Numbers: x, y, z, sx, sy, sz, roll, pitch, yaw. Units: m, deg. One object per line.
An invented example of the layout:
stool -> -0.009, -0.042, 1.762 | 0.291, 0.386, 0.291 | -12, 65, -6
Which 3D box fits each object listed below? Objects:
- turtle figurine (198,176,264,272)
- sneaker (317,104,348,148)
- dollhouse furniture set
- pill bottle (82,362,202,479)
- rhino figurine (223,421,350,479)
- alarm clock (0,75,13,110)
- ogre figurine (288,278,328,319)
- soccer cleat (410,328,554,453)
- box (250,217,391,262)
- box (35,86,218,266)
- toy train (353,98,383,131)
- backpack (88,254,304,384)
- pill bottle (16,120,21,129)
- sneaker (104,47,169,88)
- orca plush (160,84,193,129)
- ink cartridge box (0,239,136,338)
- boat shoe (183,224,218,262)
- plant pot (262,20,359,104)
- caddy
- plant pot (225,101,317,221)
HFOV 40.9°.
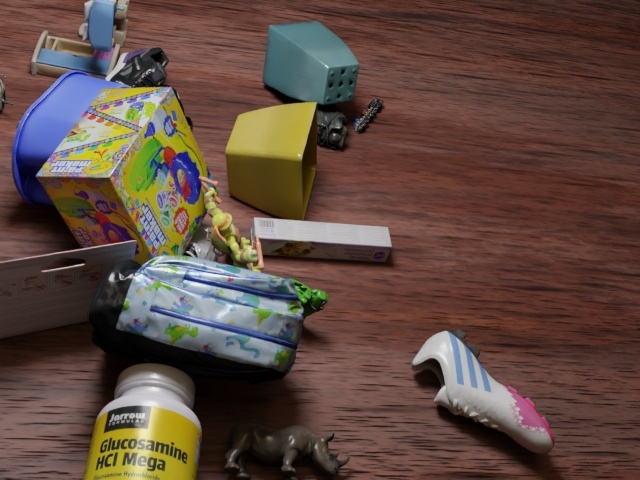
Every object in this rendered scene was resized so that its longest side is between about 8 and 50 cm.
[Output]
turtle figurine -> -0.185, 0.006, 1.807 | 0.087, 0.217, 0.269 | -35, 61, -9
sneaker -> -0.017, -0.289, 2.217 | 0.227, 0.087, 0.130 | -21, 51, -38
dollhouse furniture set -> -0.597, -0.584, 2.156 | 0.198, 0.303, 0.286 | 10, 47, -9
pill bottle -> -0.301, 0.384, 1.451 | 0.188, 0.188, 0.334 | 9, 47, -9
rhino figurine -> -0.060, 0.393, 1.599 | 0.243, 0.073, 0.106 | 8, 50, -13
alarm clock -> -0.833, -0.342, 2.028 | 0.192, 0.064, 0.129 | -6, 51, -25
ogre figurine -> -0.093, 0.131, 1.793 | 0.197, 0.118, 0.097 | -6, 53, -22
soccer cleat -> 0.323, 0.332, 1.762 | 0.143, 0.116, 0.331 | -34, 62, -20
box -> 0.000, 0.000, 1.978 | 0.324, 0.063, 0.067 | 3, 49, -15
box -> -0.381, -0.114, 1.758 | 0.177, 0.290, 0.279 | 3, 47, 24
toy train -> 0.129, -0.345, 2.356 | 0.036, 0.027, 0.158 | 26, 46, 11
backpack -> -0.209, 0.150, 1.601 | 0.355, 0.290, 0.273 | 25, 73, 6
pill bottle -> -0.609, -0.284, 2.014 | 0.108, 0.108, 0.193 | 36, 48, 15
sneaker -> -0.450, -0.395, 2.124 | 0.124, 0.107, 0.283 | -15, 42, 16
orca plush -> -0.398, -0.302, 2.100 | 0.151, 0.102, 0.287 | 20, 46, 1
ink cartridge box -> -0.496, 0.078, 1.632 | 0.275, 0.239, 0.060 | -10, 53, -25
boat shoe -> -0.281, 0.047, 1.833 | 0.095, 0.084, 0.258 | 19, 46, 0
plant pot -> -0.014, -0.457, 2.267 | 0.165, 0.166, 0.234 | -15, 38, -34
caddy -> -0.539, -0.218, 1.877 | 0.179, 0.241, 0.341 | 13, 44, 14
plant pot -> -0.116, -0.194, 2.032 | 0.187, 0.212, 0.212 | 7, 46, 5
